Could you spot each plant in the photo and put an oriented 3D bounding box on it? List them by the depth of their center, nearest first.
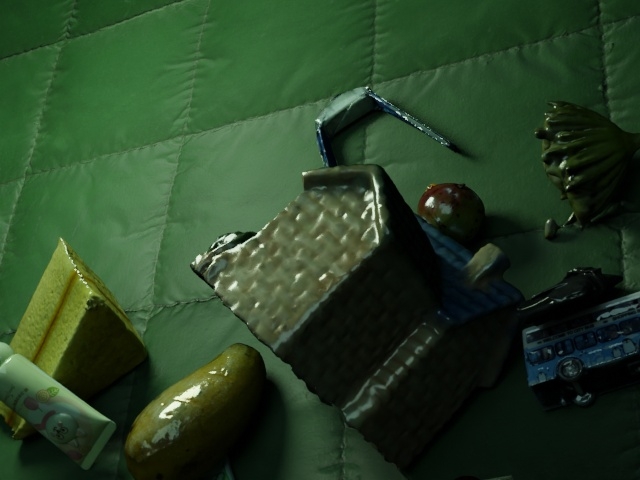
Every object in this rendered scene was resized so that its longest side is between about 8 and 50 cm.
[{"bbox_3d":[0.547,-0.158,1.972,0.334,0.180,0.251,-14,77,-2],"label":"plant"}]

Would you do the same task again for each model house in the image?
[{"bbox_3d":[0.082,0.074,1.850,0.400,0.445,0.395,-44,45,-2],"label":"model house"}]

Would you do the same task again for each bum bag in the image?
[{"bbox_3d":[0.414,0.085,1.800,0.123,0.248,0.060,-23,90,29],"label":"bum bag"}]

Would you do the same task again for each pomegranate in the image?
[{"bbox_3d":[0.235,-0.039,2.067,0.159,0.129,0.129,-44,40,33],"label":"pomegranate"}]

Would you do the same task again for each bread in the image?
[{"bbox_3d":[-0.581,0.228,2.277,0.362,0.245,0.233,-38,47,-4],"label":"bread"}]

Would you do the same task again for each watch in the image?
[{"bbox_3d":[0.126,-0.226,2.296,0.276,0.068,0.274,-26,48,11],"label":"watch"}]

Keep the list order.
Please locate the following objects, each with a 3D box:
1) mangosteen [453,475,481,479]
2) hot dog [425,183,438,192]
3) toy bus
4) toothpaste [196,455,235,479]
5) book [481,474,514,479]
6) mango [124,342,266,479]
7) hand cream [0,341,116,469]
[{"bbox_3d":[0.237,0.419,1.755,0.081,0.081,0.081,-16,51,21],"label":"mangosteen"},{"bbox_3d":[0.240,-0.090,2.159,0.083,0.021,0.037,27,75,42],"label":"hot dog"},{"bbox_3d":[0.480,0.171,1.770,0.297,0.106,0.131,-20,48,16],"label":"toy bus"},{"bbox_3d":[-0.151,0.506,1.945,0.075,0.048,0.297,-36,43,3],"label":"toothpaste"},{"bbox_3d":[0.226,0.438,1.709,0.199,0.138,0.016,-15,23,21],"label":"book"},{"bbox_3d":[-0.223,0.333,2.044,0.330,0.175,0.176,-34,67,-20],"label":"mango"},{"bbox_3d":[-0.553,0.321,2.173,0.147,0.306,0.093,-55,-3,28],"label":"hand cream"}]
